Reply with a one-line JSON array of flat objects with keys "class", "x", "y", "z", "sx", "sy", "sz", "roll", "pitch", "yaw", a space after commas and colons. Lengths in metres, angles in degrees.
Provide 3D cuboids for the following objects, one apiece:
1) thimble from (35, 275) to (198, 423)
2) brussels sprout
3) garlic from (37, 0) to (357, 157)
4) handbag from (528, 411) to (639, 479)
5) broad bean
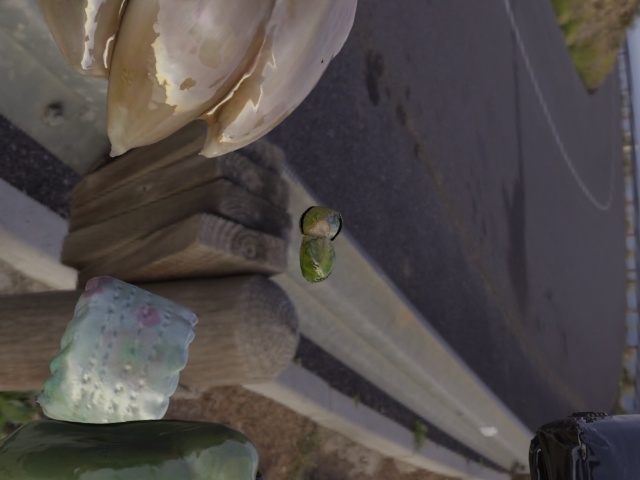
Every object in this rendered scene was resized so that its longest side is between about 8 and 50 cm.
[{"class": "thimble", "x": -0.252, "y": 0.154, "z": 1.031, "sx": 0.211, "sy": 0.149, "sz": 0.185, "roll": 123, "pitch": -16, "yaw": -44}, {"class": "brussels sprout", "x": 0.000, "y": 0.000, "z": 0.872, "sx": 0.051, "sy": 0.046, "sz": 0.083, "roll": 65, "pitch": 21, "yaw": -54}, {"class": "garlic", "x": -0.096, "y": -0.232, "z": 0.671, "sx": 0.279, "sy": 0.132, "sz": 0.325, "roll": 41, "pitch": 67, "yaw": -10}, {"class": "handbag", "x": 0.333, "y": 0.305, "z": 0.878, "sx": 0.275, "sy": 0.088, "sz": 0.244, "roll": 10, "pitch": 69, "yaw": -40}, {"class": "broad bean", "x": -0.155, "y": 0.185, "z": 0.651, "sx": 0.228, "sy": 0.169, "sz": 0.100, "roll": 12, "pitch": 82, "yaw": -25}]
